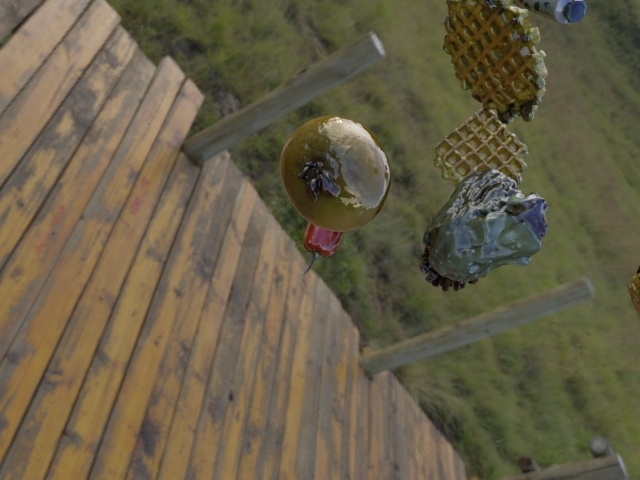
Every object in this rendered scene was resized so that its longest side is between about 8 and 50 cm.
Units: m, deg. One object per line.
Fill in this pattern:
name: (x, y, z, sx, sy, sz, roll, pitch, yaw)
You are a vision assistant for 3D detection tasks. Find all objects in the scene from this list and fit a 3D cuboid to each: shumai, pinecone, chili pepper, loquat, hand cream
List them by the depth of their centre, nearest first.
loquat: (0.020, -0.085, 0.834, 0.163, 0.137, 0.163, -16, 90, -73)
shumai: (0.346, -0.018, 1.295, 0.256, 0.218, 0.189, -52, 130, -27)
hand cream: (0.447, -0.504, 1.376, 0.095, 0.059, 0.276, 5, 26, -25)
chili pepper: (0.000, 0.000, 1.572, 0.192, 0.086, 0.084, -64, 160, -11)
pinecone: (0.358, 0.054, 1.753, 0.195, 0.179, 0.150, -15, 63, -27)

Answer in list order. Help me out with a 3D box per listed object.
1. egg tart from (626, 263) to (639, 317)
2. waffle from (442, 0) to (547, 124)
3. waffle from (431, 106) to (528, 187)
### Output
egg tart: (0.825, 0.150, 1.642, 0.191, 0.074, 0.191, 57, 20, -34)
waffle: (0.381, -0.404, 1.443, 0.329, 0.062, 0.329, 51, -15, 20)
waffle: (0.427, -0.210, 1.725, 0.219, 0.229, 0.057, 48, -11, 10)
